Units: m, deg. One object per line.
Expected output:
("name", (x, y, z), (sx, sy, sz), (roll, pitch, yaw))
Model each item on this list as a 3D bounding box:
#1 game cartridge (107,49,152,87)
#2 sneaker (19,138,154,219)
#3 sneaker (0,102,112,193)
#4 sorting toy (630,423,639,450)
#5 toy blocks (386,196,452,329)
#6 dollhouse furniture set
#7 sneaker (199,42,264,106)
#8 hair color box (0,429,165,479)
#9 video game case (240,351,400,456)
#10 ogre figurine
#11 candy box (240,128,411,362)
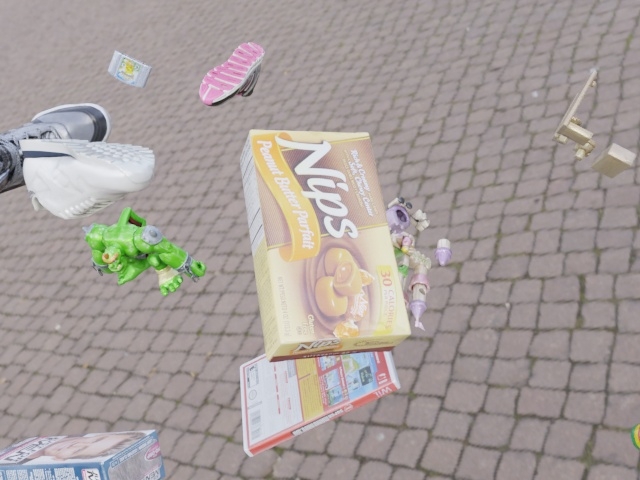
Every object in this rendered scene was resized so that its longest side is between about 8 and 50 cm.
("game cartridge", (-0.405, -0.360, 1.616), (0.017, 0.083, 0.056), (-87, 22, -65))
("sneaker", (-0.273, -0.069, 0.902), (0.235, 0.095, 0.090), (11, 11, 44))
("sneaker", (-0.438, -0.128, 1.124), (0.268, 0.101, 0.153), (-24, 10, -6))
("sorting toy", (0.648, 0.402, 1.296), (0.046, 0.274, 0.132), (-34, 41, 60))
("toy blocks", (0.229, 0.097, 2.309), (0.309, 0.288, 0.260), (-41, 26, 41))
("dollhouse furniture set", (0.557, -0.225, 1.506), (0.151, 0.144, 0.123), (29, 84, 7))
("sneaker", (-0.151, -0.274, 1.333), (0.063, 0.075, 0.170), (22, 50, 13))
("hair color box", (-0.506, 0.461, 1.524), (0.347, 0.105, 0.174), (-9, 4, 23))
("video game case", (-0.011, 0.236, 1.327), (0.285, 0.025, 0.204), (-27, 34, 11))
("ogre figurine", (-0.284, 0.018, 1.168), (0.197, 0.118, 0.097), (22, 65, 37))
("candy box", (0.000, 0.000, 1.065), (0.182, 0.087, 0.317), (-1, 65, -20))
